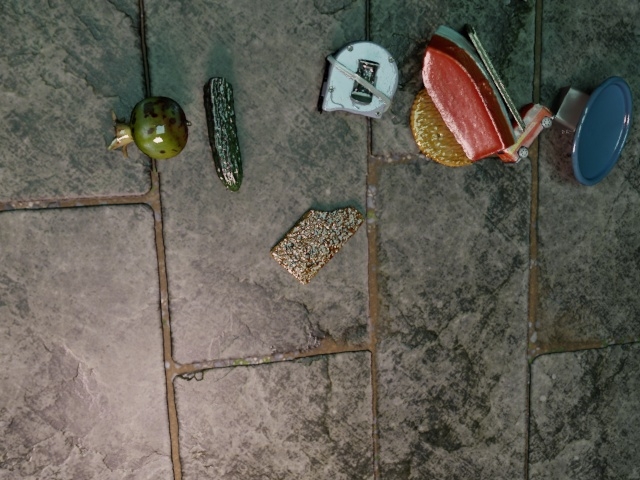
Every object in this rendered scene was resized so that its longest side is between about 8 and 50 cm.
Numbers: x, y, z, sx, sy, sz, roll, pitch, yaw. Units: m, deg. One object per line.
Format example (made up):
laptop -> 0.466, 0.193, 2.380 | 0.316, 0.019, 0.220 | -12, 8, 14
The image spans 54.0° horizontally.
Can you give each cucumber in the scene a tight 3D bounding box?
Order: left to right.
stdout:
cucumber -> -0.225, -0.242, 1.462 | 0.077, 0.077, 0.265 | -8, 100, -12

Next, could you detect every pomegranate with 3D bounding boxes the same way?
pomegranate -> -0.375, -0.249, 1.403 | 0.169, 0.148, 0.148 | 0, 102, 24

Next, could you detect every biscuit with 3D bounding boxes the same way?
biscuit -> -0.005, -0.011, 1.580 | 0.131, 0.026, 0.237 | 44, 88, -18
biscuit -> 0.350, -0.313, 1.610 | 0.254, 0.035, 0.253 | -2, 100, -12

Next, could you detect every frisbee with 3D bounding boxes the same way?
frisbee -> 0.732, -0.288, 1.660 | 0.290, 0.049, 0.289 | -19, 120, -36

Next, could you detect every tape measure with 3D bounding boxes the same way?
tape measure -> 0.093, -0.385, 1.501 | 0.182, 0.107, 0.180 | 3, 105, -12

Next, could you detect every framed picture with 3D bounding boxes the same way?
framed picture -> 0.427, -0.403, 1.531 | 0.017, 0.217, 0.274 | -28, 108, 21

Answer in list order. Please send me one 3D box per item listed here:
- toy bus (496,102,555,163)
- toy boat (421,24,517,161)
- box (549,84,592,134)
toy bus -> 0.528, -0.284, 1.639 | 0.077, 0.079, 0.174 | 38, 88, -11
toy boat -> 0.358, -0.363, 1.520 | 0.133, 0.145, 0.331 | -44, 107, -40
box -> 0.652, -0.348, 1.657 | 0.069, 0.084, 0.122 | 26, 92, -7
